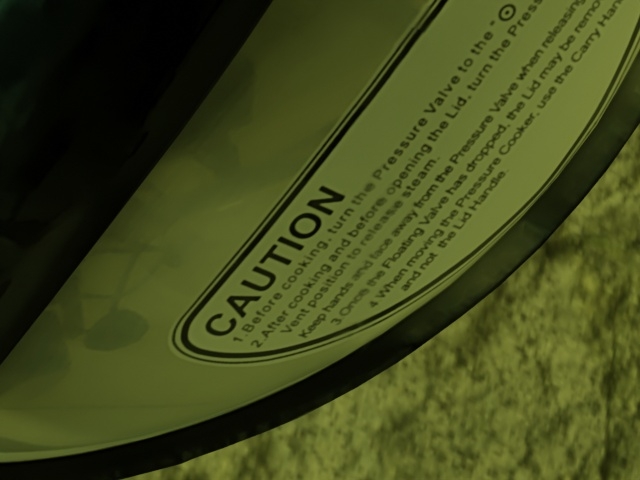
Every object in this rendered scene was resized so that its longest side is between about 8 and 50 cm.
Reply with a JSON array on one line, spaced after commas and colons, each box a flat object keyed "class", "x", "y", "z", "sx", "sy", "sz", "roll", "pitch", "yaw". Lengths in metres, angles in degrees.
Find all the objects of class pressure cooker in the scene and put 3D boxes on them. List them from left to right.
[{"class": "pressure cooker", "x": -0.099, "y": -0.138, "z": 0.488, "sx": 0.375, "sy": 0.420, "sz": 0.370, "roll": -14, "pitch": 125, "yaw": -11}]
